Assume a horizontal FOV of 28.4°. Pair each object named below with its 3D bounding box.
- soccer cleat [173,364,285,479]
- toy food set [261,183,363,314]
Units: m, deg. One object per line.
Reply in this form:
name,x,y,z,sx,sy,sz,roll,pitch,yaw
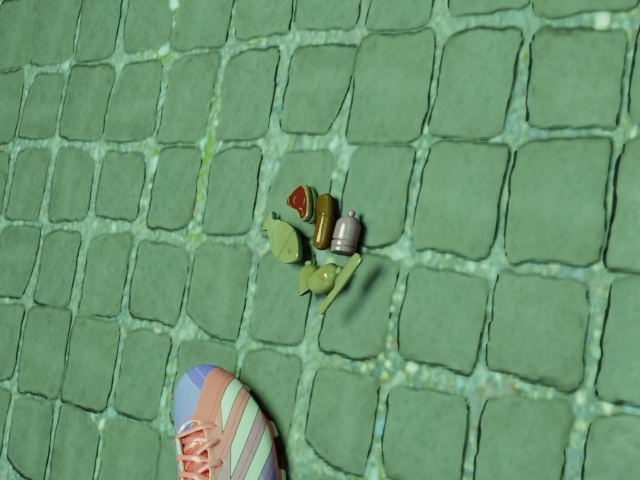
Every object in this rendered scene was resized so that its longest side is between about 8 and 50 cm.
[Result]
soccer cleat,-0.075,0.198,0.942,0.083,0.095,0.248,-40,54,33
toy food set,0.000,0.000,0.970,0.078,0.019,0.122,-54,40,22
